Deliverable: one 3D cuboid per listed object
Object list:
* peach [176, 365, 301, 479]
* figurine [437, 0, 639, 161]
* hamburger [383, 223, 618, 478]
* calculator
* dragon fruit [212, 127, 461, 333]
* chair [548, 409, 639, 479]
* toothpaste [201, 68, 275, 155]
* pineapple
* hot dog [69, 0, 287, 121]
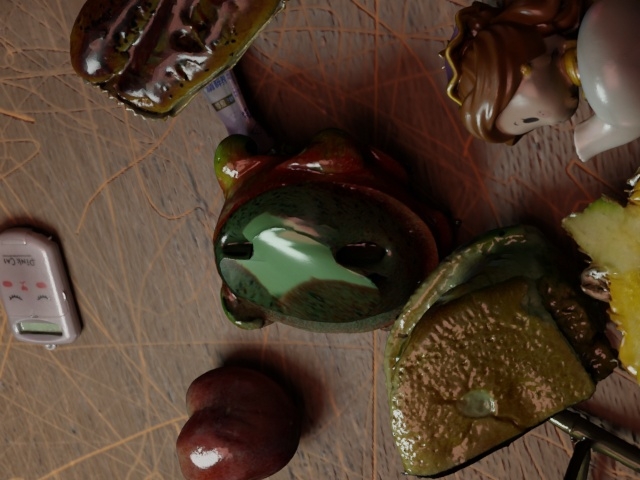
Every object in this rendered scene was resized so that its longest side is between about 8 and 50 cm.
[{"bbox_3d":[-0.095,0.223,2.155,0.152,0.152,0.152,12,122,21],"label":"peach"},{"bbox_3d":[0.238,-0.170,1.764,0.263,0.142,0.189,-4,83,30],"label":"figurine"},{"bbox_3d":[0.173,0.103,1.881,0.288,0.167,0.192,-29,97,5],"label":"hamburger"},{"bbox_3d":[-0.358,0.062,2.259,0.100,0.032,0.175,1,117,26],"label":"calculator"},{"bbox_3d":[0.000,0.000,1.958,0.295,0.130,0.268,30,135,-10],"label":"dragon fruit"},{"bbox_3d":[0.343,0.431,1.921,0.410,0.364,0.361,13,122,16],"label":"chair"},{"bbox_3d":[-0.125,-0.194,1.991,0.075,0.048,0.301,-23,103,39],"label":"toothpaste"},{"bbox_3d":[0.406,0.017,1.793,0.286,0.209,0.344,23,103,46],"label":"pineapple"},{"bbox_3d":[-0.150,-0.243,1.917,0.270,0.082,0.162,-41,93,20],"label":"hot dog"}]
